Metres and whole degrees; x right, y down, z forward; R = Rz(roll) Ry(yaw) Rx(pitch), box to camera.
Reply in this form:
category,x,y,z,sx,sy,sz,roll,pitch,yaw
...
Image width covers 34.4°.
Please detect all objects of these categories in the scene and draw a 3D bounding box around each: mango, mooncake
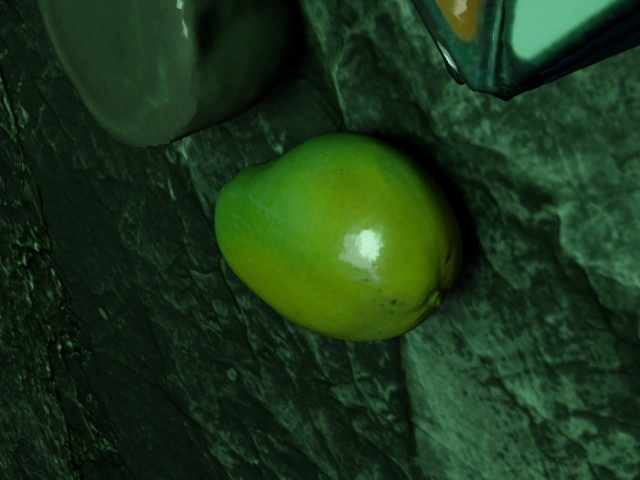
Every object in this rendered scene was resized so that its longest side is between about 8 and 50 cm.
category,x,y,z,sx,sy,sz,roll,pitch,yaw
mango,0.000,0.000,0.788,0.251,0.114,0.156,-5,115,49
mooncake,-0.126,-0.194,0.796,0.245,0.133,0.245,27,131,36

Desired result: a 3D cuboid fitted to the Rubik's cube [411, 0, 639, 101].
category,x,y,z,sx,sy,sz,roll,pitch,yaw
Rubik's cube,0.145,-0.229,0.378,0.246,0.248,0.250,-33,86,51
